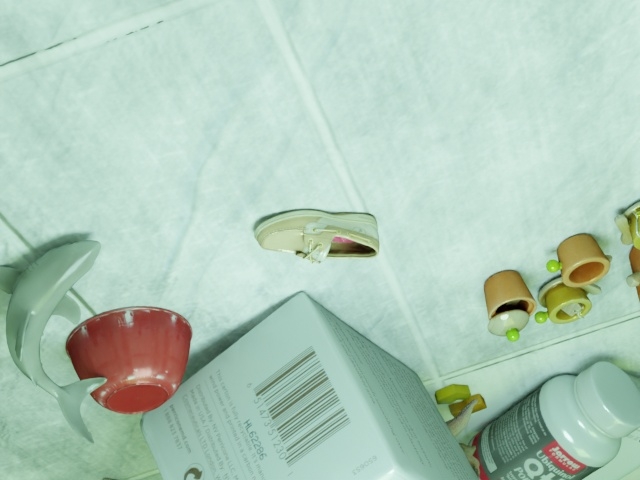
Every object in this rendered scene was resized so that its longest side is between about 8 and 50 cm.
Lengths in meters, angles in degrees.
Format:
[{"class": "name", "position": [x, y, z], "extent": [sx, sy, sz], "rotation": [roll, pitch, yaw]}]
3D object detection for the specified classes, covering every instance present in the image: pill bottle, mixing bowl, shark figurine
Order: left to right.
[{"class": "shark figurine", "position": [-0.358, 0.134, 1.454], "extent": [0.166, 0.116, 0.278], "rotation": [-1, 121, -9]}, {"class": "mixing bowl", "position": [-0.264, 0.183, 1.629], "extent": [0.181, 0.098, 0.181], "rotation": [-10, 147, -7]}, {"class": "pill bottle", "position": [0.423, 0.351, 2.062], "extent": [0.176, 0.176, 0.318], "rotation": [13, 137, -35]}]

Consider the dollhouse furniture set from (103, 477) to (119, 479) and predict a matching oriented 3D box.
[{"class": "dollhouse furniture set", "position": [-0.363, 0.521, 2.056], "extent": [0.144, 0.123, 0.151], "rotation": [21, 133, -41]}]

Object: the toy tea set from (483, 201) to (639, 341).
[{"class": "toy tea set", "position": [0.411, 0.078, 1.706], "extent": [0.336, 0.124, 0.200], "rotation": [-27, 143, 18]}]

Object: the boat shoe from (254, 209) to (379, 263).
[{"class": "boat shoe", "position": [0.000, 0.000, 1.498], "extent": [0.170, 0.059, 0.063], "rotation": [-3, 144, -17]}]

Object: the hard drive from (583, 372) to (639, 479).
[{"class": "hard drive", "position": [0.535, 0.387, 2.229], "extent": [0.233, 0.047, 0.353], "rotation": [23, 132, -22]}]

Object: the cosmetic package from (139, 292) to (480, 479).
[{"class": "cosmetic package", "position": [0.010, 0.352, 1.720], "extent": [0.327, 0.329, 0.393], "rotation": [-39, 140, 10]}]

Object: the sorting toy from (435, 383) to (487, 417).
[{"class": "sorting toy", "position": [0.133, 0.330, 2.042], "extent": [0.307, 0.041, 0.229], "rotation": [-24, 145, 14]}]

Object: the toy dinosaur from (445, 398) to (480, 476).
[{"class": "toy dinosaur", "position": [0.157, 0.383, 2.007], "extent": [0.200, 0.127, 0.296], "rotation": [27, 121, -3]}]
